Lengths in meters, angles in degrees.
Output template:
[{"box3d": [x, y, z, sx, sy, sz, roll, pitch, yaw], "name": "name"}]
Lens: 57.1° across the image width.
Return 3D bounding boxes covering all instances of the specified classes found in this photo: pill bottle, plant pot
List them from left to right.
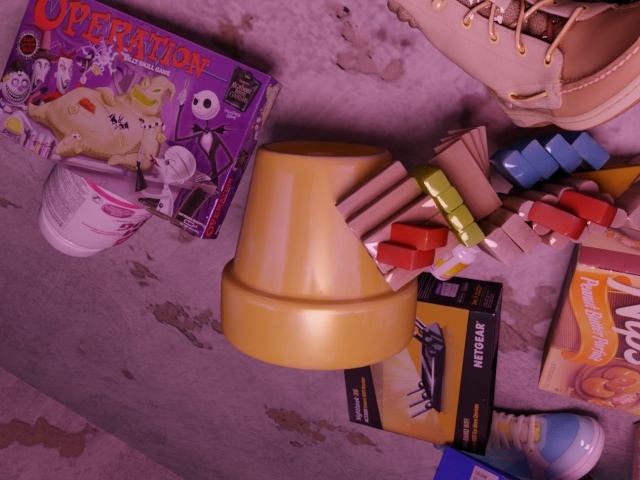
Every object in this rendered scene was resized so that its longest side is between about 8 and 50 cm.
[{"box3d": [-0.337, -0.081, 0.923, 0.160, 0.160, 0.283, 41, 140, -17], "name": "pill bottle"}, {"box3d": [0.000, 0.000, 0.748, 0.254, 0.254, 0.238, 8, 107, 22], "name": "plant pot"}, {"box3d": [0.192, 0.021, 0.831, 0.043, 0.043, 0.083, 33, 141, -8], "name": "pill bottle"}]

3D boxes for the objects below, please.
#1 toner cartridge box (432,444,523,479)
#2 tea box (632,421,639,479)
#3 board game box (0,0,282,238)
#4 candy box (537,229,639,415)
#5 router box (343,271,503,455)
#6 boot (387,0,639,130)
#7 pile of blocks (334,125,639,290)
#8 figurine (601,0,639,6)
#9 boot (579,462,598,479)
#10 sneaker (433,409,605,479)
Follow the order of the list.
[{"box3d": [0.364, 0.443, 0.933, 0.348, 0.075, 0.165, 28, 170, -14], "name": "toner cartridge box"}, {"box3d": [0.678, 0.375, 0.812, 0.329, 0.220, 0.323, 29, 141, -2], "name": "tea box"}, {"box3d": [-0.241, -0.166, 0.728, 0.347, 0.208, 0.056, 26, -176, 14], "name": "board game box"}, {"box3d": [0.405, 0.114, 0.766, 0.183, 0.087, 0.316, 11, 142, 19], "name": "candy box"}, {"box3d": [0.161, 0.195, 0.963, 0.243, 0.081, 0.308, 7, 124, 23], "name": "router box"}, {"box3d": [0.162, -0.191, 0.493, 0.203, 0.095, 0.262, 38, -176, -9], "name": "boot"}, {"box3d": [0.201, -0.045, 0.591, 0.363, 0.112, 0.148, -12, 102, -2], "name": "pile of blocks"}, {"box3d": [0.314, -0.231, 0.458, 0.215, 0.092, 0.209, 0, 143, 29], "name": "figurine"}, {"box3d": [0.481, 0.439, 1.118, 0.152, 0.073, 0.197, 38, 152, -12], "name": "boot"}, {"box3d": [0.324, 0.349, 1.061, 0.208, 0.127, 0.319, 34, 140, -11], "name": "sneaker"}]
